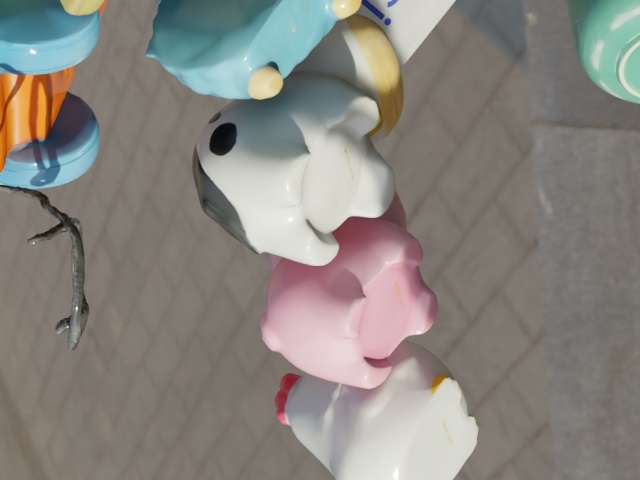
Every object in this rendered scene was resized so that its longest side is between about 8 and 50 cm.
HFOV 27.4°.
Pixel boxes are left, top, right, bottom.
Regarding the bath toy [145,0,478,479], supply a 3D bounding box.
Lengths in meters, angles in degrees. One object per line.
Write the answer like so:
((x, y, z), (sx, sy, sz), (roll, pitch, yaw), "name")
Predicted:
((0.000, 0.000, 0.730), (0.129, 0.151, 0.348), (16, 136, 39), "bath toy")

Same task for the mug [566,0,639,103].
((0.246, -0.166, 0.922), (0.158, 0.129, 0.097), (111, 164, -53), "mug")

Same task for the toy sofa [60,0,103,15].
((-0.236, -0.178, 0.466), (0.177, 0.362, 0.150), (60, 138, 18), "toy sofa")

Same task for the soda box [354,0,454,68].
((0.061, -0.219, 0.854), (0.286, 0.098, 0.091), (-52, 30, 7), "soda box")

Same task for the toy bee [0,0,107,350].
((-0.189, -0.087, 0.653), (0.298, 0.162, 0.195), (-107, 21, -67), "toy bee")
